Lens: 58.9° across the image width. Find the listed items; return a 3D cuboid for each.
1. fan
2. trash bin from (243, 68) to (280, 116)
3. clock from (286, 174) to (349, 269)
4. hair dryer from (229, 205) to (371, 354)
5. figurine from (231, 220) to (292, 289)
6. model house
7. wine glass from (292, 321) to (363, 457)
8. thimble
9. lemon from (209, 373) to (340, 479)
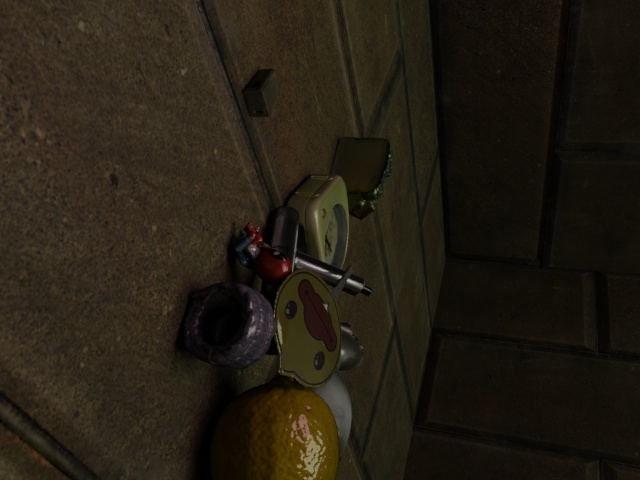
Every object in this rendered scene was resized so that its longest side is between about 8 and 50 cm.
[{"bbox_3d":[-0.002,0.145,1.124,0.229,0.011,0.335,63,37,-21],"label":"fan"},{"bbox_3d":[-0.117,-0.301,1.152,0.092,0.043,0.061,-72,156,-43],"label":"trash bin"},{"bbox_3d":[0.000,0.000,1.455,0.235,0.096,0.308,-55,144,-57],"label":"clock"},{"bbox_3d":[-0.011,0.103,1.209,0.155,0.284,0.320,123,-14,-54],"label":"hair dryer"},{"bbox_3d":[-0.111,0.036,1.102,0.075,0.140,0.068,-43,160,1],"label":"figurine"},{"bbox_3d":[0.139,-0.172,1.700,0.211,0.170,0.194,59,38,-59],"label":"model house"},{"bbox_3d":[-0.002,0.373,1.368,0.357,0.190,0.190,-67,153,-49],"label":"wine glass"},{"bbox_3d":[-0.157,0.146,0.981,0.098,0.150,0.150,43,54,-59],"label":"thimble"},{"bbox_3d":[-0.086,0.404,1.086,0.267,0.267,0.267,4,90,-70],"label":"lemon"}]
